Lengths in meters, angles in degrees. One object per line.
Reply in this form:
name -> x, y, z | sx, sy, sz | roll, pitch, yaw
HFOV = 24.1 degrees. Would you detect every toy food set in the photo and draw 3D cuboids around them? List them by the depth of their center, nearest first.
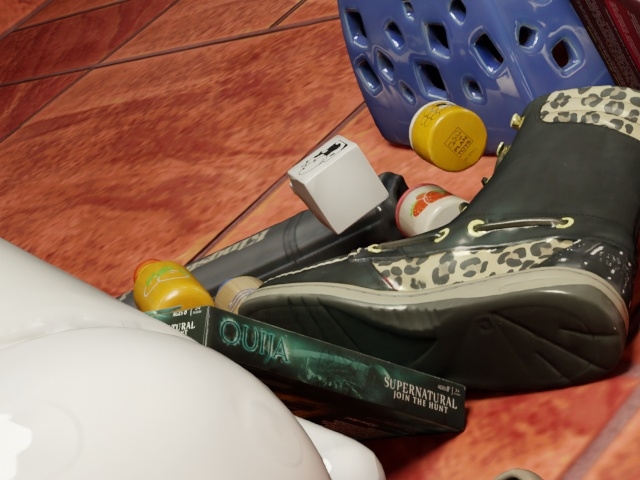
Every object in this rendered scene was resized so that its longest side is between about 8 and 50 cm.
toy food set -> 0.000, 0.000, 0.937 | 0.232, 0.111, 0.104 | -37, 22, -6

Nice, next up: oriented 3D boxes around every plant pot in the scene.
plant pot -> 0.135, -0.213, 1.081 | 0.236, 0.212, 0.236 | -40, 21, -19

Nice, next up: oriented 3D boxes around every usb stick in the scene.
usb stick -> -0.058, 0.027, 1.054 | 0.278, 0.045, 0.077 | -25, 23, 21

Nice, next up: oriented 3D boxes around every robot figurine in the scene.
robot figurine -> -0.123, 0.107, 0.545 | 0.300, 0.200, 0.353 | -14, 20, -32

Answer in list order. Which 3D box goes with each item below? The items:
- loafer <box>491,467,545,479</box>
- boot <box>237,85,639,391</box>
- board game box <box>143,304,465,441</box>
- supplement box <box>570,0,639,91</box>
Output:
loafer -> 0.021, 0.192, 0.522 | 0.096, 0.084, 0.267 | -5, 34, 47
boot -> 0.083, 0.001, 0.842 | 0.236, 0.085, 0.179 | -6, 39, 37
board game box -> -0.033, 0.073, 0.755 | 0.126, 0.186, 0.026 | -12, 66, 41
supplement box -> 0.217, -0.114, 0.861 | 0.073, 0.130, 0.239 | -32, 22, 2
